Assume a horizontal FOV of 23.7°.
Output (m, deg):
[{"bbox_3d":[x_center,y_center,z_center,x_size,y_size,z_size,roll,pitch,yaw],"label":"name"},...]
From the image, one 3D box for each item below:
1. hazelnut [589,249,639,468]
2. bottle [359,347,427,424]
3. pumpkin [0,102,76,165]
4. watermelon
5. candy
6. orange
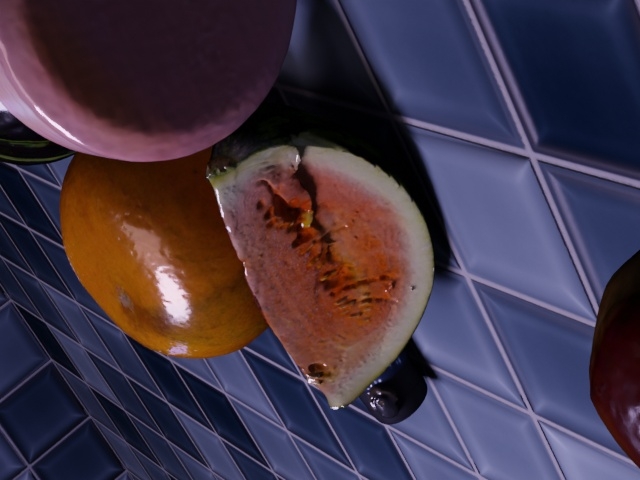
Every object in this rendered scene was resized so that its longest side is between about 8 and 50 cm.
[{"bbox_3d":[0.252,0.070,0.807,0.208,0.208,0.208,43,159,20],"label":"hazelnut"},{"bbox_3d":[0.016,0.069,1.477,0.244,0.072,0.082,54,-159,-14],"label":"bottle"},{"bbox_3d":[-0.295,-0.223,1.376,0.323,0.241,0.323,38,157,19],"label":"pumpkin"},{"bbox_3d":[0.027,-0.006,1.258,0.128,0.159,0.303,1,138,24],"label":"watermelon"},{"bbox_3d":[-0.138,-0.186,1.112,0.255,0.255,0.094,58,159,-22],"label":"candy"},{"bbox_3d":[-0.120,-0.010,1.344,0.240,0.171,0.240,35,147,27],"label":"orange"}]
